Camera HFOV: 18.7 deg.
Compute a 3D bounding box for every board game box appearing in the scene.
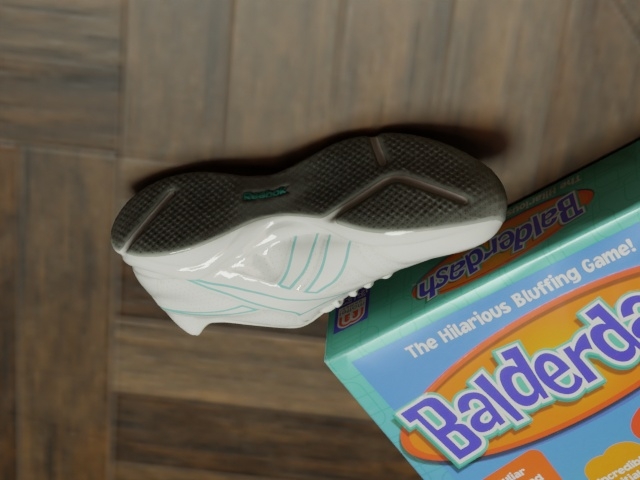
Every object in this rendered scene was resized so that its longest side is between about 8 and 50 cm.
[{"bbox_3d":[0.125,0.073,0.783,0.160,0.047,0.210,-28,117,22],"label":"board game box"}]

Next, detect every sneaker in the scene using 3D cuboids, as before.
[{"bbox_3d":[0.000,0.000,0.745,0.152,0.054,0.061,-8,134,17],"label":"sneaker"}]
